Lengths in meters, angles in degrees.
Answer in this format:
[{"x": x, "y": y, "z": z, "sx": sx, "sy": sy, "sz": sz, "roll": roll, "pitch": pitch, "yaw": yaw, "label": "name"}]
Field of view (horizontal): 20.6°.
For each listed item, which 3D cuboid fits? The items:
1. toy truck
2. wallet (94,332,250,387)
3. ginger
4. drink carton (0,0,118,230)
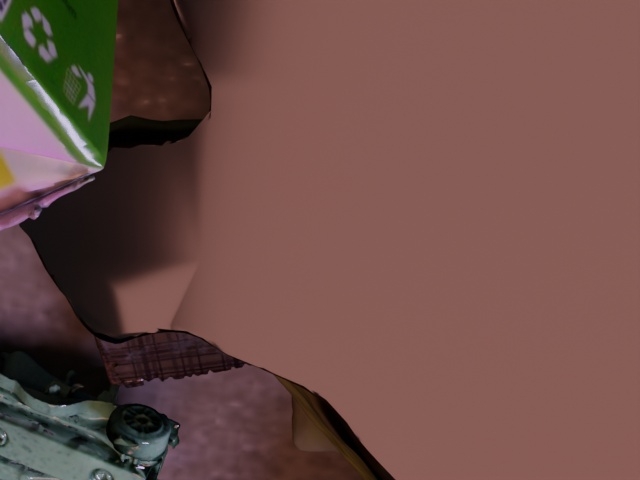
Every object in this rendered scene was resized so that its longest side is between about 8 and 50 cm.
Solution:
[{"x": -0.143, "y": 0.086, "z": 0.878, "sx": 0.154, "sy": 0.078, "sz": 0.080, "roll": 20, "pitch": 123, "yaw": 5, "label": "toy truck"}, {"x": 0.000, "y": 0.000, "z": 0.824, "sx": 0.230, "sy": 0.042, "sz": 0.124, "roll": -9, "pitch": 124, "yaw": 4, "label": "wallet"}, {"x": 0.089, "y": -0.035, "z": 0.695, "sx": 0.358, "sy": 0.211, "sz": 0.413, "roll": 28, "pitch": 108, "yaw": -4, "label": "ginger"}, {"x": -0.155, "y": -0.106, "z": 0.607, "sx": 0.161, "sy": 0.271, "sz": 0.108, "roll": -23, "pitch": 127, "yaw": 14, "label": "drink carton"}]
